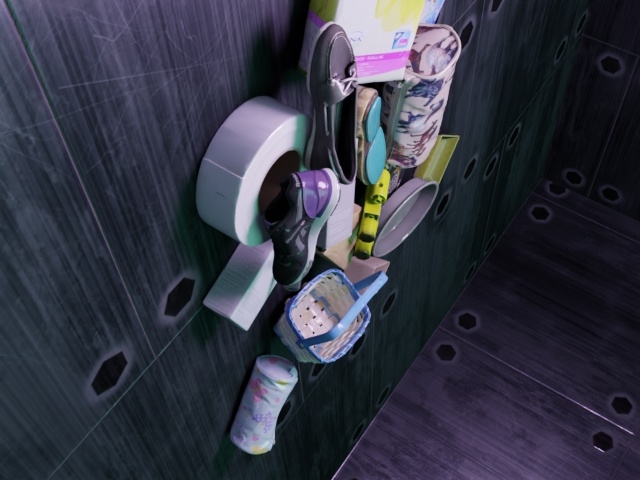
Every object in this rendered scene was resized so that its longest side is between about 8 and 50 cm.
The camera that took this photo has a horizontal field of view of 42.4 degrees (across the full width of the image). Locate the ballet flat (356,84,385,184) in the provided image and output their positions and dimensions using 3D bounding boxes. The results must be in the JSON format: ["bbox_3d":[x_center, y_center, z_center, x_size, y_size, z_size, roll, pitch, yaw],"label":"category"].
[{"bbox_3d":[0.086,-0.249,1.921,0.123,0.123,0.348,-55,161,-16],"label":"ballet flat"}]

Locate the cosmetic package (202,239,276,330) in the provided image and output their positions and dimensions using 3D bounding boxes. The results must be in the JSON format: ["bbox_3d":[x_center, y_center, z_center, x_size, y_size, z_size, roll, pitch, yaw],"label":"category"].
[{"bbox_3d":[-0.151,0.073,1.821,0.231,0.085,0.117,-59,159,-12],"label":"cosmetic package"}]

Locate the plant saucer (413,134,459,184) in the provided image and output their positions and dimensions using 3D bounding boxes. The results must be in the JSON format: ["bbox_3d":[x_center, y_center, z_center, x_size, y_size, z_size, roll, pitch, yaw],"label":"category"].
[{"bbox_3d":[0.361,-0.257,2.629,0.188,0.045,0.188,-12,127,-63],"label":"plant saucer"}]

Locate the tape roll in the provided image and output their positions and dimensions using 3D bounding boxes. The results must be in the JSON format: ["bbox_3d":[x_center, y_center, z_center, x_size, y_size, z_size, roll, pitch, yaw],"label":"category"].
[{"bbox_3d":[-0.118,-0.134,1.616,0.286,0.100,0.286,-48,156,-30],"label":"tape roll"}]

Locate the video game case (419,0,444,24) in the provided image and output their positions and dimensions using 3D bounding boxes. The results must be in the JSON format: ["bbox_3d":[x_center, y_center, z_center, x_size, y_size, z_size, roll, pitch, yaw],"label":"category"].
[{"bbox_3d":[0.235,-0.603,1.893,0.244,0.061,0.270,-5,122,-64],"label":"video game case"}]

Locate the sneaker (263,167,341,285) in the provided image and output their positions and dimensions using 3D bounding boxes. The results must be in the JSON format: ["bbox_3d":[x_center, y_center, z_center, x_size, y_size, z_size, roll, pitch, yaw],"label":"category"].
[{"bbox_3d":[-0.070,-0.026,1.629,0.124,0.107,0.283,-4,133,-33],"label":"sneaker"}]

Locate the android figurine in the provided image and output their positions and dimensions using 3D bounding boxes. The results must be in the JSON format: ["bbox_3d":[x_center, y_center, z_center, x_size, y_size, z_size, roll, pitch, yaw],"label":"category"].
[{"bbox_3d":[0.139,-0.090,2.188,0.248,0.056,0.273,100,3,-54],"label":"android figurine"}]

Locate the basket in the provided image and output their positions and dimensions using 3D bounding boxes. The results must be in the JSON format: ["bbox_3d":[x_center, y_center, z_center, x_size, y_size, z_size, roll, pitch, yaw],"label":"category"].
[{"bbox_3d":[0.025,0.194,2.130,0.289,0.201,0.255,-23,-165,49],"label":"basket"}]

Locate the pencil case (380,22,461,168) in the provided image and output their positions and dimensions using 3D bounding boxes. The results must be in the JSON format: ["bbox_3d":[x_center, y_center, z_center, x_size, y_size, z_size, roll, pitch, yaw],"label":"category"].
[{"bbox_3d":[0.214,-0.331,1.973,0.183,0.160,0.410,-35,159,-19],"label":"pencil case"}]

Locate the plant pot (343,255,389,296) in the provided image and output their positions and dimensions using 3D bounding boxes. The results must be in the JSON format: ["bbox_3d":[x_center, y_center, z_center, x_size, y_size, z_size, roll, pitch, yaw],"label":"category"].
[{"bbox_3d":[0.128,0.098,2.467,0.109,0.096,0.109,-18,134,-61],"label":"plant pot"}]

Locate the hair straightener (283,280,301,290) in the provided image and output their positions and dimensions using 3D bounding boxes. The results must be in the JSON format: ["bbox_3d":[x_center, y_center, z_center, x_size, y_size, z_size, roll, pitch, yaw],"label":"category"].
[{"bbox_3d":[-0.043,0.012,1.776,0.089,0.047,0.230,-84,-171,-63],"label":"hair straightener"}]

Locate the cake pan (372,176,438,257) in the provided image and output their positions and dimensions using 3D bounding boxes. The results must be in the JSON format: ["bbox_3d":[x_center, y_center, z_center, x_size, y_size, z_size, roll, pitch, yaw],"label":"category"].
[{"bbox_3d":[0.242,-0.077,2.497,0.293,0.054,0.293,-42,161,-18],"label":"cake pan"}]

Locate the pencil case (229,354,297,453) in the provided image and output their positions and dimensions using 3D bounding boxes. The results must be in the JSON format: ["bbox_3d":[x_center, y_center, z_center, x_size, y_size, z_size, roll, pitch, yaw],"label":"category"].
[{"bbox_3d":[-0.153,0.442,2.218,0.113,0.124,0.273,-21,135,-59],"label":"pencil case"}]

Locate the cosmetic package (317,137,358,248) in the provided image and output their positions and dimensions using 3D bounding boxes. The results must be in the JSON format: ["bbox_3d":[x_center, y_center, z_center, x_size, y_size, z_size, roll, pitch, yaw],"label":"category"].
[{"bbox_3d":[0.001,-0.118,1.802,0.107,0.127,0.238,-30,129,-43],"label":"cosmetic package"}]

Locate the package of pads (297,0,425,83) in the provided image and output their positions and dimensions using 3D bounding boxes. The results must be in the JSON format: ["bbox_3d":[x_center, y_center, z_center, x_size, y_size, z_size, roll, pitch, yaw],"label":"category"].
[{"bbox_3d":[0.085,-0.447,1.594,0.229,0.101,0.297,-12,133,-32],"label":"package of pads"}]

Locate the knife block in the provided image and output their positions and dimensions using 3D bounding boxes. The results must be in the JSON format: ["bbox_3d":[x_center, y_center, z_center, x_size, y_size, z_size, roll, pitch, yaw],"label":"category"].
[{"bbox_3d":[0.000,0.000,2.068,0.242,0.088,0.276,-39,150,-44],"label":"knife block"}]

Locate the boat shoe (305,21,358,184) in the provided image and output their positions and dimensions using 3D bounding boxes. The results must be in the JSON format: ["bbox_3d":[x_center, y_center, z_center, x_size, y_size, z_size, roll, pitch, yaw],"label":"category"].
[{"bbox_3d":[0.037,-0.249,1.557,0.112,0.095,0.335,-42,149,-37],"label":"boat shoe"}]

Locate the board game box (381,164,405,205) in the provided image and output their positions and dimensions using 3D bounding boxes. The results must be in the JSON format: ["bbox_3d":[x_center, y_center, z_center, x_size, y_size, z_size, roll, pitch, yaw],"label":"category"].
[{"bbox_3d":[0.208,-0.192,2.386,0.126,0.026,0.186,-33,145,-51],"label":"board game box"}]
